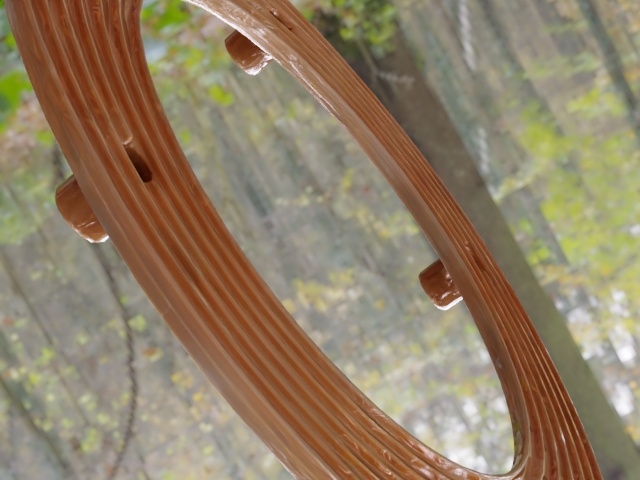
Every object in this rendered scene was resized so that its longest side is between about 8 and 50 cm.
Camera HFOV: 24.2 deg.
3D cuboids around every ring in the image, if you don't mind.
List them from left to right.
[{"bbox_3d":[0.000,0.000,0.558,0.032,0.336,0.336,-37,-175,17],"label":"ring"}]
